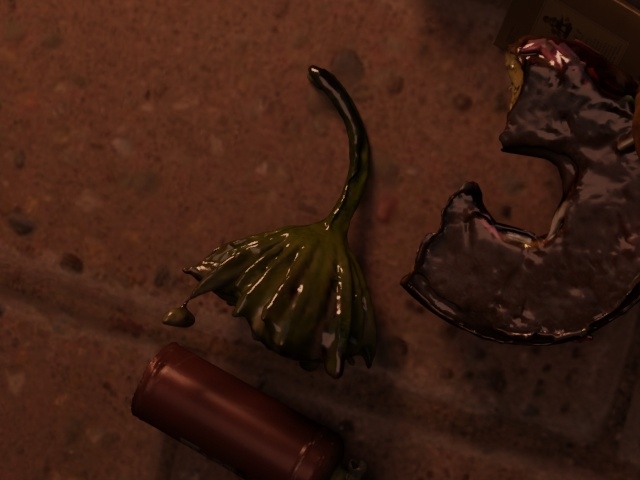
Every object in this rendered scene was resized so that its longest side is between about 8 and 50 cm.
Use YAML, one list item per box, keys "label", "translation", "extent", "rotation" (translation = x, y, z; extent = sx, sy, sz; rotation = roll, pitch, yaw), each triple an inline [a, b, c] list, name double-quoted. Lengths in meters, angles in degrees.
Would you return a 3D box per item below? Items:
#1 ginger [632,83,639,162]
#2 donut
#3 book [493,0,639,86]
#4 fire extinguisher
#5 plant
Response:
- label: "ginger"
  translation: [0.427, -0.056, 1.391]
  extent: [0.223, 0.200, 0.269]
  rotation: [10, 137, 34]
- label: "donut"
  translation: [0.266, -0.041, 1.593]
  extent: [0.259, 0.136, 0.345]
  rotation: [25, 109, 8]
- label: "book"
  translation: [0.296, -0.219, 1.598]
  extent: [0.198, 0.016, 0.138]
  rotation: [34, 138, 12]
- label: "fire extinguisher"
  translation: [-0.068, 0.262, 1.756]
  extent: [0.337, 0.106, 0.147]
  rotation: [29, 128, 13]
- label: "plant"
  translation: [0.001, -0.003, 1.675]
  extent: [0.251, 0.180, 0.333]
  rotation: [30, 100, 1]
